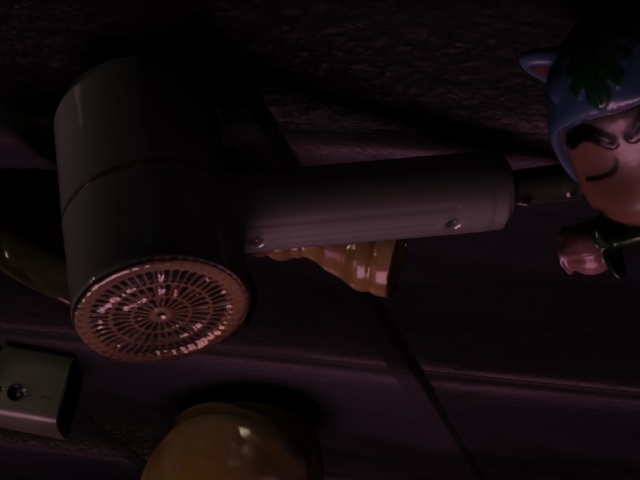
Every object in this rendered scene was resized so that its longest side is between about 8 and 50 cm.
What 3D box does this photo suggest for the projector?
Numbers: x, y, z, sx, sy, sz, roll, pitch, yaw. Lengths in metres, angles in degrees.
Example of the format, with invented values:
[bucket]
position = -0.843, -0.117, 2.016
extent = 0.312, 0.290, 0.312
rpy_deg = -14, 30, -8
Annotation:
[projector]
position = -0.315, 0.169, 1.620
extent = 0.082, 0.083, 0.083
rpy_deg = 10, 158, 5

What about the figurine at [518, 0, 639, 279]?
[figurine]
position = 0.185, -0.046, 0.779
extent = 0.114, 0.145, 0.178
rpy_deg = 0, 167, 35

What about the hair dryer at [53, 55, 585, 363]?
[hair dryer]
position = 0.016, -0.031, 0.928
extent = 0.357, 0.173, 0.108
rpy_deg = -4, 144, -11

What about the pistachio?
[pistachio]
position = -0.097, 0.263, 1.644
extent = 0.181, 0.162, 0.293
rpy_deg = 46, 149, -11

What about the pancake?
[pancake]
position = -0.151, -0.004, 1.030
extent = 0.241, 0.050, 0.242
rpy_deg = 21, -168, -5

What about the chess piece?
[chess piece]
position = 0.000, 0.000, 1.082
extent = 0.122, 0.066, 0.066
rpy_deg = 12, 159, 12
